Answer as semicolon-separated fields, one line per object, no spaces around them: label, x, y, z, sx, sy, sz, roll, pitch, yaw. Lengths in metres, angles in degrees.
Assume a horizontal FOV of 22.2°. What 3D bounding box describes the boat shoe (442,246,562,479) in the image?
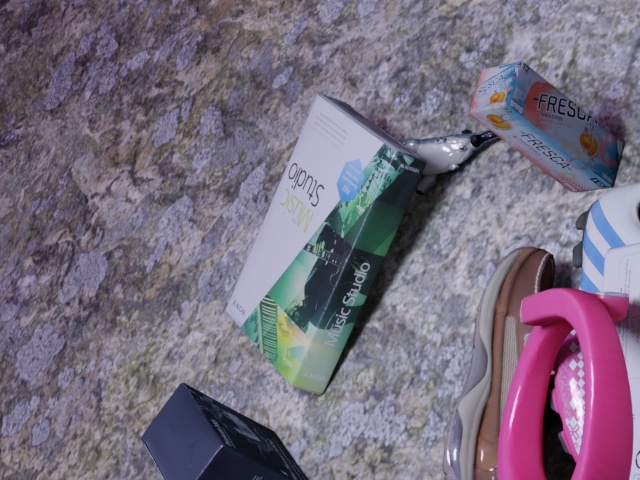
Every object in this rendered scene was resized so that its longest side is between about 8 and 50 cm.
boat shoe;0.213;0.144;1.675;0.116;0.123;0.324;4;52;18

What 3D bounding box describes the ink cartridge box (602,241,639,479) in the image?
ink cartridge box;0.383;0.121;1.282;0.395;0.151;0.270;159;120;-65

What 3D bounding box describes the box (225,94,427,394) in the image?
box;0.000;0.000;2.054;0.232;0.058;0.322;42;113;57

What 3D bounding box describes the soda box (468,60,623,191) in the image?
soda box;0.245;-0.122;1.766;0.063;0.183;0.058;-6;59;50

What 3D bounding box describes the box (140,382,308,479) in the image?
box;-0.109;0.269;1.942;0.093;0.158;0.156;-54;33;7

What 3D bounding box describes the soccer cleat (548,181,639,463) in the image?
soccer cleat;0.308;0.075;1.579;0.143;0.116;0.331;-25;44;43

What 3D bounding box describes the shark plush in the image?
shark plush;0.159;-0.123;2.011;0.161;0.073;0.067;-31;9;44

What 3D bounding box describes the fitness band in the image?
fitness band;0.210;0.148;1.425;0.291;0.054;0.209;147;131;-80
